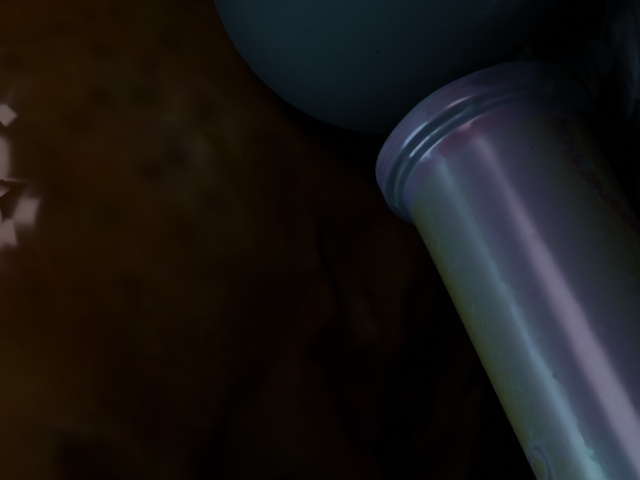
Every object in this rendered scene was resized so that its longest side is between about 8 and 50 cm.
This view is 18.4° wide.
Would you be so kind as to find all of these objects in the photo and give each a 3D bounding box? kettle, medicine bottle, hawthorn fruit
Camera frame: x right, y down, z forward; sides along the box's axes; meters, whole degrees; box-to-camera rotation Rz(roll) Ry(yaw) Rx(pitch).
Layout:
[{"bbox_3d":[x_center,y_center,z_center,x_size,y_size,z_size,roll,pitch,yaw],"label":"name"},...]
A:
[{"bbox_3d":[0.071,-0.185,0.859,0.243,0.160,0.211,-38,35,60],"label":"kettle"},{"bbox_3d":[0.148,0.120,0.810,0.108,0.108,0.426,107,146,-52],"label":"medicine bottle"},{"bbox_3d":[-0.121,0.046,1.070,0.472,0.471,0.472,170,90,-71],"label":"hawthorn fruit"}]
